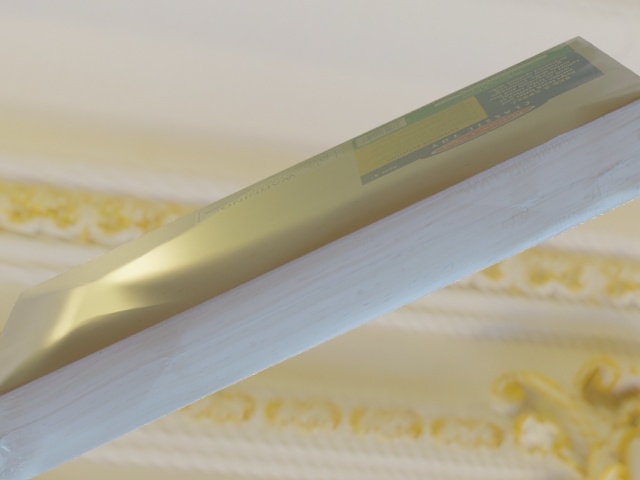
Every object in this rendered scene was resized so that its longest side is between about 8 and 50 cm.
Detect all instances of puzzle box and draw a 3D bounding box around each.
[{"bbox_3d":[0.000,0.000,1.162,0.409,0.272,0.052,-25,-79,4],"label":"puzzle box"}]
